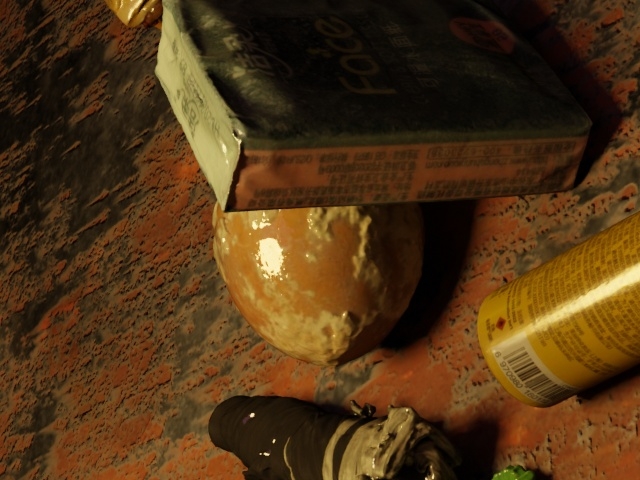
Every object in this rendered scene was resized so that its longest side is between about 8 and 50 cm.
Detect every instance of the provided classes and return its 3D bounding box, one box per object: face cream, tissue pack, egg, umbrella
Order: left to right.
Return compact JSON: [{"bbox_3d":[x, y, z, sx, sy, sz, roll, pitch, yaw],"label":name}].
[{"bbox_3d":[0.000,0.000,1.698,0.195,0.195,0.233,-25,51,44],"label":"egg"},{"bbox_3d":[0.007,0.189,1.690,0.357,0.106,0.113,6,68,62],"label":"umbrella"},{"bbox_3d":[0.038,-0.119,1.607,0.228,0.315,0.103,-121,35,-49],"label":"tissue pack"},{"bbox_3d":[0.271,0.015,1.401,0.348,0.105,0.105,-33,48,41],"label":"face cream"}]

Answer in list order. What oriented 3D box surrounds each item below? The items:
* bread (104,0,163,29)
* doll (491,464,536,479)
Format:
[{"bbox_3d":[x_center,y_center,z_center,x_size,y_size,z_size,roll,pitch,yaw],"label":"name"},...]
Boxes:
[{"bbox_3d":[-0.128,-0.379,2.088,0.277,0.167,0.324,-53,29,22],"label":"bread"},{"bbox_3d":[0.114,0.258,1.534,0.190,0.050,0.115,-47,33,21],"label":"doll"}]
